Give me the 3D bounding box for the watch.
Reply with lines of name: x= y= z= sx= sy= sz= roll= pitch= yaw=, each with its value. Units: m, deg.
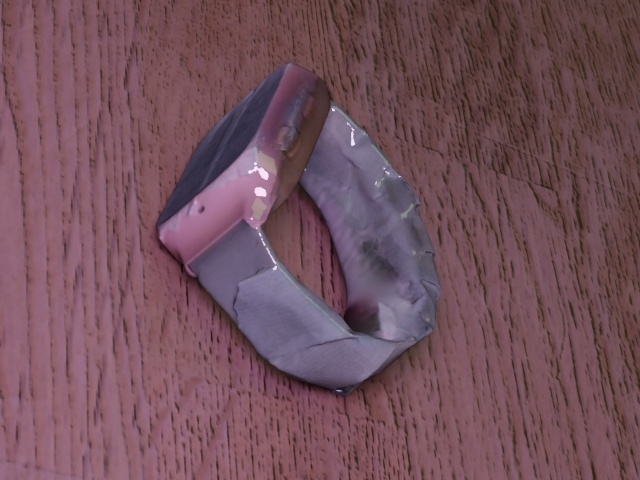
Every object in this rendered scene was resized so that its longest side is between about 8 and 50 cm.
watch: x=0.000 y=0.000 z=1.503 sx=0.241 sy=0.162 sz=0.253 roll=39 pitch=41 yaw=-14
